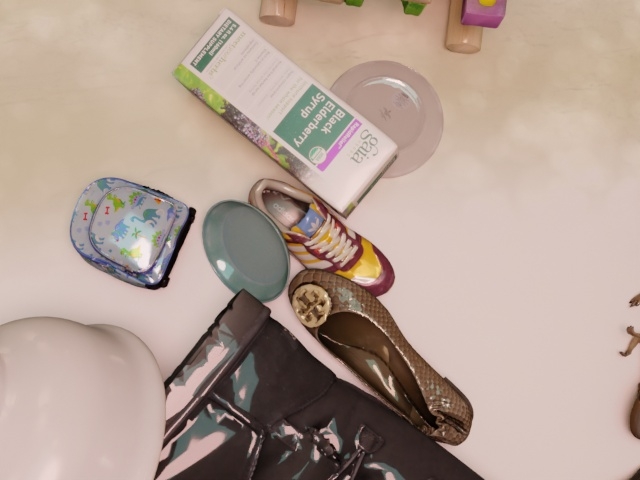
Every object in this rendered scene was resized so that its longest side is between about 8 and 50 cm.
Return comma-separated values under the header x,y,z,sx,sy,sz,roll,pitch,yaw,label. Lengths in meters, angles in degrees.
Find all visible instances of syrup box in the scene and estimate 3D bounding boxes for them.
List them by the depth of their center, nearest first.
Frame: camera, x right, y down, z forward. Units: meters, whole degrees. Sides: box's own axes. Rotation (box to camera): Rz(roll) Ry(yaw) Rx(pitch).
x,y,z,sx,sy,sz,roll,pitch,yaw,label
-0.034,-0.133,0.969,0.237,0.096,0.093,40,90,5,syrup box

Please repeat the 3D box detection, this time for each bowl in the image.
x,y,z,sx,sy,sz,roll,pitch,yaw,label
-0.292,0.181,0.803,0.134,0.297,0.298,43,76,-41,bowl

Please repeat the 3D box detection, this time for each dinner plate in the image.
x,y,z,sx,sy,sz,roll,pitch,yaw,label
0.073,-0.141,1.027,0.141,0.017,0.141,1,80,-5,dinner plate

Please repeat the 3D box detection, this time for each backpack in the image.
x,y,z,sx,sy,sz,roll,pitch,yaw,label
-0.205,-0.013,0.951,0.114,0.084,0.105,21,77,2,backpack

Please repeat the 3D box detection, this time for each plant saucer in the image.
x,y,z,sx,sy,sz,roll,pitch,yaw,label
-0.075,0.009,0.955,0.119,0.119,0.021,51,43,5,plant saucer

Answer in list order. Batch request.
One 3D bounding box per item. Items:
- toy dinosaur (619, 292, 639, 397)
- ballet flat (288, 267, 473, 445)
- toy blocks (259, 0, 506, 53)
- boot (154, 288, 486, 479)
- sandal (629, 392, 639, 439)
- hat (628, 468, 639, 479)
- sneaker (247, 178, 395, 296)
x,y,z,sx,sy,sz,roll,pitch,yaw,label
0.394,0.095,1.002,0.092,0.053,0.183,44,88,-12,toy dinosaur
0.060,0.127,0.947,0.250,0.058,0.084,44,125,0,ballet flat
0.085,-0.369,0.916,0.288,0.309,0.260,8,86,-3,toy blocks
-0.017,0.325,0.893,0.445,0.146,0.367,40,87,-5,boot
0.442,0.178,0.968,0.219,0.060,0.090,-1,102,-8,sandal
0.453,0.346,0.885,0.331,0.331,0.134,-8,118,-5,hat
0.000,0.000,0.963,0.185,0.084,0.070,31,80,2,sneaker
